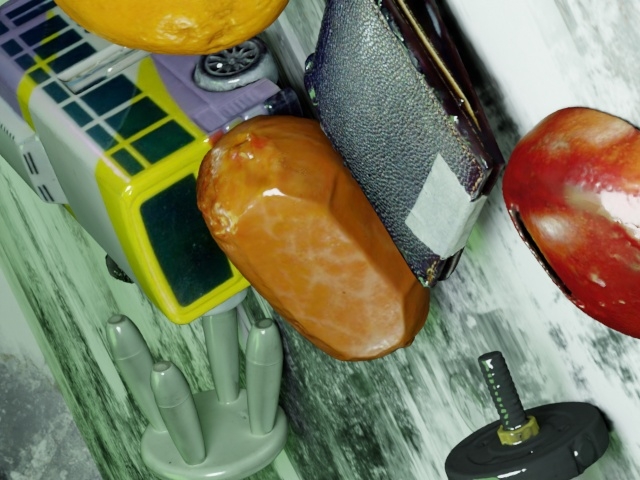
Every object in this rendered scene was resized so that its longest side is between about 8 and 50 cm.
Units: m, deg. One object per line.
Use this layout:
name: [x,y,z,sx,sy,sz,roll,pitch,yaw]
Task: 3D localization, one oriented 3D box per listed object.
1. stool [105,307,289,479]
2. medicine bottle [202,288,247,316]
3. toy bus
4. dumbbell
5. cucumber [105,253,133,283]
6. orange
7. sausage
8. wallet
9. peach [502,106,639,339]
stool: [-0.146,0.183,2.303,0.195,0.195,0.198,40,144,51]
medicine bottle: [-0.161,-0.035,2.213,0.095,0.095,0.260,36,147,54]
toy bus: [-0.197,-0.123,1.927,0.440,0.249,0.209,42,158,45]
dumbbell: [0.202,0.245,1.560,0.143,0.143,0.325,4,118,68]
cucumber: [-0.269,-0.028,2.547,0.067,0.067,0.245,55,156,26]
orange: [-0.134,-0.290,1.594,0.261,0.261,0.261,51,156,33]
sausage: [0.000,-0.001,1.705,0.268,0.153,0.141,48,-157,-22]
wallet: [0.071,-0.116,1.544,0.221,0.071,0.262,111,139,-59]
peach: [0.213,0.000,1.354,0.279,0.068,0.189,14,128,65]
